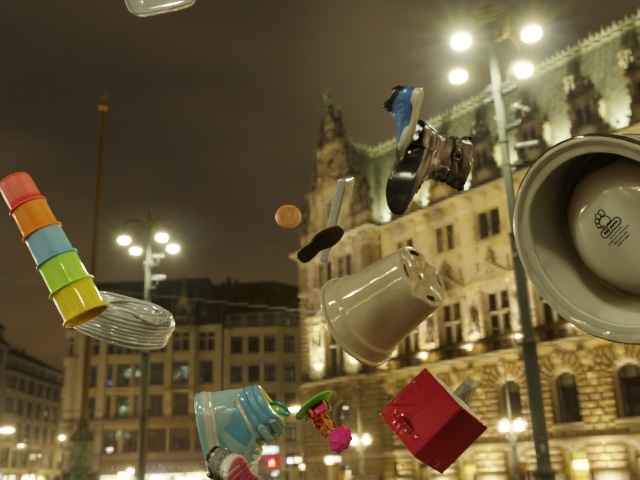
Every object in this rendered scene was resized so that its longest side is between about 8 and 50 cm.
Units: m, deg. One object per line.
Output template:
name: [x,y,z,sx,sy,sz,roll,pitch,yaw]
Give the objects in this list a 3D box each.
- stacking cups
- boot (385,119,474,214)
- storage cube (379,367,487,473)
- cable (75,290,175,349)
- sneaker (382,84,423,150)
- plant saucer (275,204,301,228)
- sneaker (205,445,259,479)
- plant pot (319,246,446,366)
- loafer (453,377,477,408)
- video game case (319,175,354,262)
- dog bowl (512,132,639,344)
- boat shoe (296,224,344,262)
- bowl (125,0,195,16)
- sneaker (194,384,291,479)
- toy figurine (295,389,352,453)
stacking cups: [-0.528,0.015,1.405,0.096,0.316,0.096,-30,-11,-6]
boot: [0.292,-0.166,1.816,0.229,0.262,0.091,18,2,-41]
storage cube: [0.325,0.518,2.062,0.193,0.183,0.215,-45,-47,1]
cable: [-0.489,0.193,1.776,0.257,0.089,0.257,15,1,-3]
sneaker: [0.187,-0.296,1.718,0.085,0.152,0.058,18,12,22]
plant saucer: [-0.102,-0.077,2.284,0.084,0.083,0.013,-1,-27,-4]
sneaker: [-0.159,0.414,1.265,0.075,0.063,0.170,26,-33,30]
plant pot: [0.223,0.191,2.316,0.334,0.333,0.305,17,-45,-44]
loafer: [0.457,0.597,2.370,0.112,0.319,0.112,31,31,27]
video game case: [0.046,-0.059,1.858,0.023,0.212,0.193,14,9,7]
dog bowl: [0.578,-0.018,1.360,0.150,0.407,0.408,-23,-4,-35]
boat shoe: [0.000,0.000,1.697,0.135,0.045,0.050,-33,-74,22]
bowl: [-0.313,-0.502,1.391,0.142,0.141,0.053,-14,-6,-3]
sneaker: [-0.153,0.475,1.613,0.208,0.318,0.127,-13,11,-11]
toy figurine: [0.024,0.539,2.057,0.130,0.159,0.173,-30,-27,-18]
